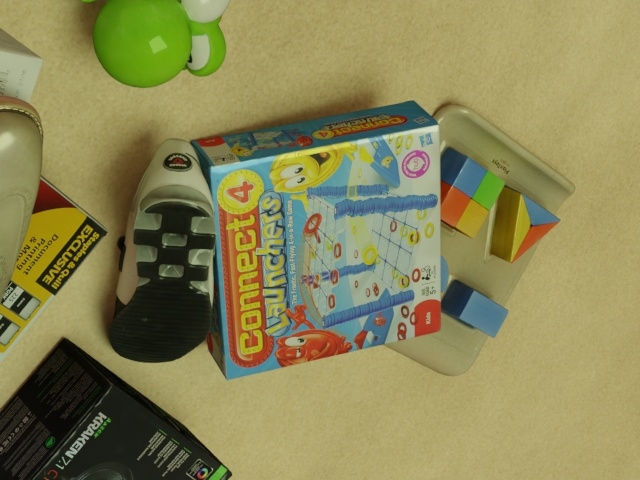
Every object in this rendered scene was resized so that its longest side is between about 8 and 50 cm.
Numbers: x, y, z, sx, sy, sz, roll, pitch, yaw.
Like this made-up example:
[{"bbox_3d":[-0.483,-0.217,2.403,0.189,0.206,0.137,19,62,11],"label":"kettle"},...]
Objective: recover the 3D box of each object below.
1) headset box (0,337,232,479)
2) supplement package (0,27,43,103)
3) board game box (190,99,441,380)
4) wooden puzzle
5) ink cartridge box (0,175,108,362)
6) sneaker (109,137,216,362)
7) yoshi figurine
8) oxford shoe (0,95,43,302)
[{"bbox_3d":[-0.286,0.305,1.938,0.246,0.131,0.283,-49,134,-5],"label":"headset box"},{"bbox_3d":[-0.376,-0.174,1.566,0.105,0.179,0.105,7,110,-41],"label":"supplement package"},{"bbox_3d":[0.000,0.000,1.970,0.302,0.086,0.308,-12,119,-17],"label":"board game box"},{"bbox_3d":[0.203,0.018,2.202,0.322,0.080,0.347,29,94,-44],"label":"wooden puzzle"},{"bbox_3d":[-0.399,0.052,1.710,0.309,0.130,0.272,-51,135,-4],"label":"ink cartridge box"},{"bbox_3d":[-0.183,0.016,1.874,0.122,0.146,0.330,7,136,-13],"label":"sneaker"},{"bbox_3d":[-0.187,-0.310,1.650,0.203,0.203,0.362,-19,128,-10],"label":"yoshi figurine"},{"bbox_3d":[-0.353,0.051,1.523,0.140,0.146,0.397,7,116,-38],"label":"oxford shoe"}]
